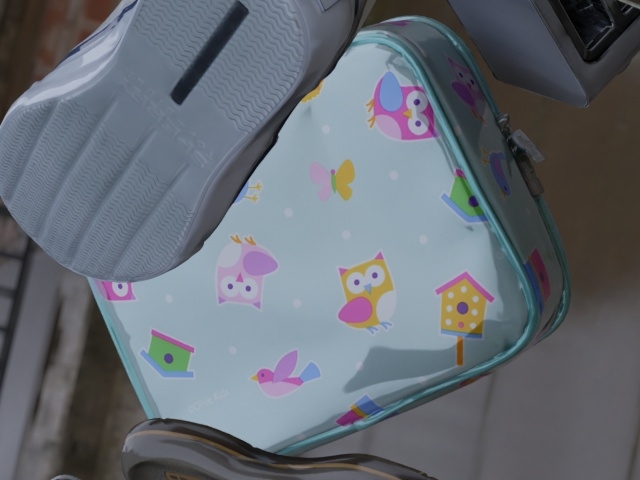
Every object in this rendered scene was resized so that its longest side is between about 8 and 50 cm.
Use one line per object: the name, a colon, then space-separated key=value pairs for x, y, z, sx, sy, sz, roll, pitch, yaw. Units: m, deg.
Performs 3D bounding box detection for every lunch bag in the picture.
lunch bag: x=0.000 y=0.000 z=1.071 sx=0.279 sy=0.108 sz=0.224 roll=-26 pitch=86 yaw=27

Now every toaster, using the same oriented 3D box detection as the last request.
toaster: x=0.142 y=-0.192 z=1.004 sx=0.168 sy=0.186 sz=0.110 roll=-46 pitch=40 yaw=-11

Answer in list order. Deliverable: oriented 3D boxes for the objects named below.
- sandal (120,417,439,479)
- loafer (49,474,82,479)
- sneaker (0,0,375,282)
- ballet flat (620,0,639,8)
sandal: x=-0.011 y=0.141 z=0.882 sx=0.060 sy=0.219 sz=0.090 roll=-61 pitch=-29 yaw=-33
loafer: x=-0.181 y=0.208 z=1.187 sx=0.039 sy=0.045 sz=0.125 roll=-72 pitch=9 yaw=-58
sneaker: x=-0.044 y=-0.060 z=0.697 sx=0.091 sy=0.094 sz=0.258 roll=-46 pitch=7 yaw=-35
ballet flat: x=0.128 y=-0.108 z=0.672 sx=0.057 sy=0.168 sz=0.052 roll=-53 pitch=17 yaw=12
